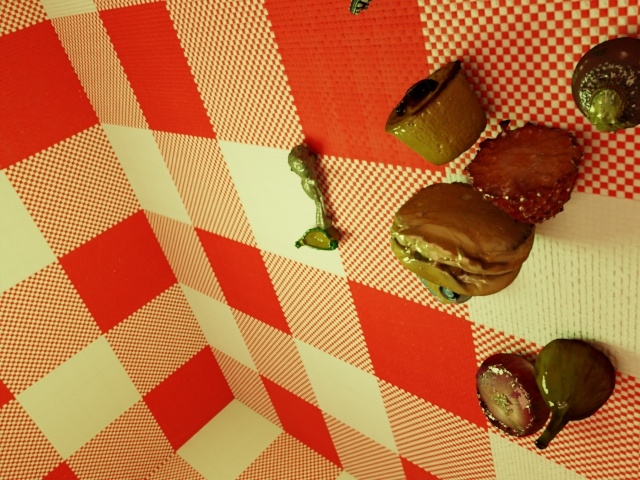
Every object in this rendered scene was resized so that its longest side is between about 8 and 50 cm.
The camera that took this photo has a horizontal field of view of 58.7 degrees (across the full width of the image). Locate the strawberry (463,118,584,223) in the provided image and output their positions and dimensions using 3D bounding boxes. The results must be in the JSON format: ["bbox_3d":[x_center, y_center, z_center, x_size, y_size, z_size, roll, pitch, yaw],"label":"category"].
[{"bbox_3d":[0.423,-0.119,1.172,0.234,0.234,0.178,17,149,42],"label":"strawberry"}]

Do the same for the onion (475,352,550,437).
[{"bbox_3d":[0.543,0.428,1.604,0.248,0.161,0.247,24,129,34],"label":"onion"}]

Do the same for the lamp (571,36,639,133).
[{"bbox_3d":[0.505,-0.262,0.969,0.157,0.135,0.156,53,148,2],"label":"lamp"}]

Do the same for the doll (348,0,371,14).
[{"bbox_3d":[0.109,-0.578,1.196,0.067,0.091,0.219,45,146,12],"label":"doll"}]

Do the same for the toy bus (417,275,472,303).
[{"bbox_3d":[0.329,0.074,1.553,0.209,0.126,0.136,51,157,0],"label":"toy bus"}]

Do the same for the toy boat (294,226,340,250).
[{"bbox_3d":[0.000,0.000,1.925,0.230,0.088,0.088,-1,120,53],"label":"toy boat"}]

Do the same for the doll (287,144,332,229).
[{"bbox_3d":[-0.023,-0.164,1.793,0.202,0.091,0.285,-116,5,-83],"label":"doll"}]

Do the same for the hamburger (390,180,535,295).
[{"bbox_3d":[0.329,-0.015,1.304,0.305,0.284,0.174,27,139,28],"label":"hamburger"}]

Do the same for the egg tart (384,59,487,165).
[{"bbox_3d":[0.254,-0.274,1.238,0.171,0.215,0.215,43,151,-16],"label":"egg tart"}]

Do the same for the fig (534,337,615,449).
[{"bbox_3d":[0.594,0.386,1.402,0.191,0.290,0.190,32,168,8],"label":"fig"}]
